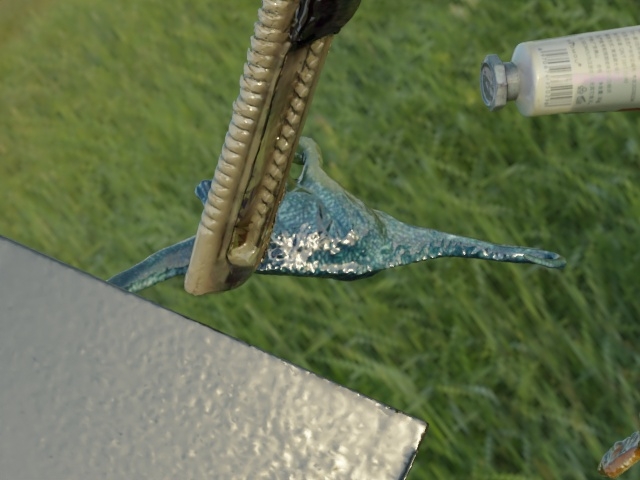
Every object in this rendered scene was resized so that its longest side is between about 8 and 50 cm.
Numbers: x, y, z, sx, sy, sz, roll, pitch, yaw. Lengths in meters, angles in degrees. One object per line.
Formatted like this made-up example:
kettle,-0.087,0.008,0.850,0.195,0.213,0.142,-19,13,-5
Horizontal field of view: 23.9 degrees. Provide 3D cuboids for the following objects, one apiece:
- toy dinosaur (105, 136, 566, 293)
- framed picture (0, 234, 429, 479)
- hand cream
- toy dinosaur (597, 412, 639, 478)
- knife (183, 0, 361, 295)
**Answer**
toy dinosaur,-0.006,-0.007,1.120,0.363,0.076,0.147,-1,43,-13
framed picture,-0.134,0.167,0.980,0.014,0.339,0.255,121,172,-86
hand cream,0.266,-0.140,1.222,0.276,0.095,0.059,-6,3,-11
toy dinosaur,0.396,0.114,1.490,0.205,0.092,0.393,-42,-10,-27
knife,-0.015,-0.086,0.878,0.089,0.043,0.365,-14,-37,-32
